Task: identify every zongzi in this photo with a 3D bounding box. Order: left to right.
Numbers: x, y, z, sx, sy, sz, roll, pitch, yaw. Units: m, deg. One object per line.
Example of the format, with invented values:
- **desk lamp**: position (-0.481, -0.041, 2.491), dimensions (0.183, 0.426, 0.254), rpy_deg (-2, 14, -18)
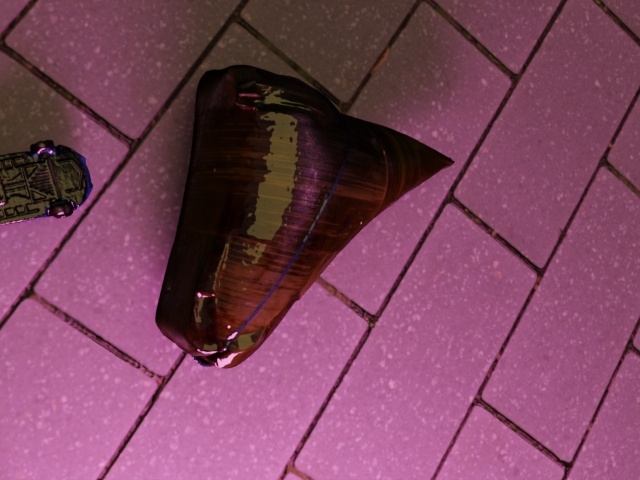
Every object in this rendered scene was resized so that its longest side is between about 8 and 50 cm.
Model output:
- **zongzi**: position (0.000, 0.000, 1.135), dimensions (0.432, 0.208, 0.403), rpy_deg (15, 84, -33)

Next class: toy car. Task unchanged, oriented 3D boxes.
- **toy car**: position (-0.400, -0.063, 1.025), dimensions (0.216, 0.063, 0.103), rpy_deg (-16, 92, -29)
